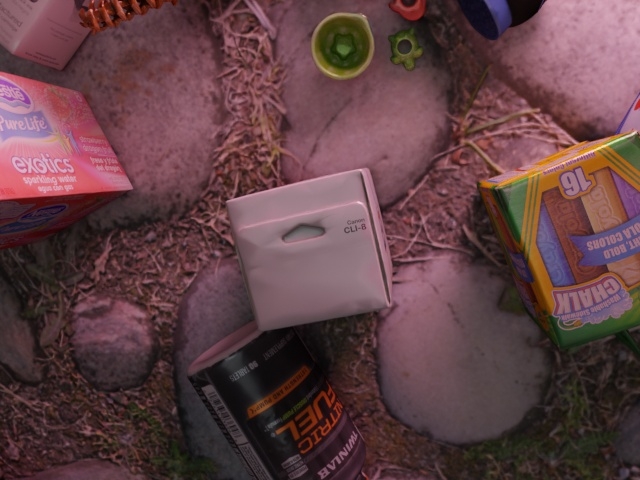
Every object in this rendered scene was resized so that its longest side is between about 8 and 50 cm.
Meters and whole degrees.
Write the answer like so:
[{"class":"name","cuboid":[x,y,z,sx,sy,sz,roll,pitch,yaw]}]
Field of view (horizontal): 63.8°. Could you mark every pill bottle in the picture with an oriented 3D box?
[{"class":"pill bottle","cuboid":[-0.034,0.213,0.586,0.131,0.130,0.245,-31,93,11]}]

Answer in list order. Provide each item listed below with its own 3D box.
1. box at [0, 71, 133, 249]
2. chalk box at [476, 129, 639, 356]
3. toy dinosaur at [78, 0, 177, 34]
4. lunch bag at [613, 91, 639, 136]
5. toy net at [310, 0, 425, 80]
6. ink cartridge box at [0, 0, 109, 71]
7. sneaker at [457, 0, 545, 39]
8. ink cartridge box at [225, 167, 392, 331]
[{"class":"box","cuboid":[-0.345,-0.072,0.504,0.154,0.300,0.142,-26,93,11]},{"class":"chalk box","cuboid":[0.263,0.018,0.515,0.132,0.132,0.212,-21,93,10]},{"class":"toy dinosaur","cuboid":[-0.119,-0.339,0.477,0.165,0.218,0.321,-3,64,35]},{"class":"lunch bag","cuboid":[0.464,-0.096,0.482,0.304,0.115,0.243,28,98,4]},{"class":"toy net","cuboid":[0.044,-0.288,0.525,0.122,0.045,0.232,-2,112,11]},{"class":"ink cartridge box","cuboid":[-0.308,-0.330,0.571,0.159,0.092,0.218,42,99,0]},{"class":"sneaker","cuboid":[0.150,-0.318,0.499,0.091,0.081,0.232,-37,113,3]},{"class":"ink cartridge box","cuboid":[0.000,0.000,0.527,0.128,0.176,0.127,-12,96,10]}]
